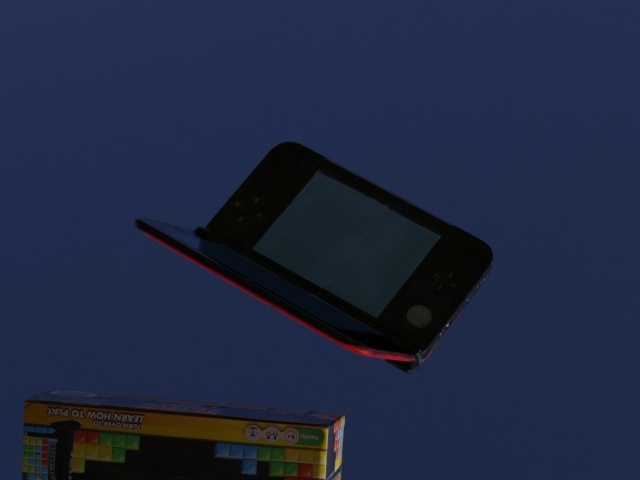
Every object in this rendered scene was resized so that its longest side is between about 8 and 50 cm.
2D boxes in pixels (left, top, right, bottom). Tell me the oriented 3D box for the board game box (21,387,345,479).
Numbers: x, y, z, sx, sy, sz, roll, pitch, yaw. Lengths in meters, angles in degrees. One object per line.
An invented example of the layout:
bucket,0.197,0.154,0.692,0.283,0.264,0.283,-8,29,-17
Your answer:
board game box,-0.077,0.158,1.079,0.170,0.141,0.048,3,-176,12

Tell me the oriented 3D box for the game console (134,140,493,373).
game console,0.000,0.000,1.021,0.144,0.085,0.124,29,-116,21
